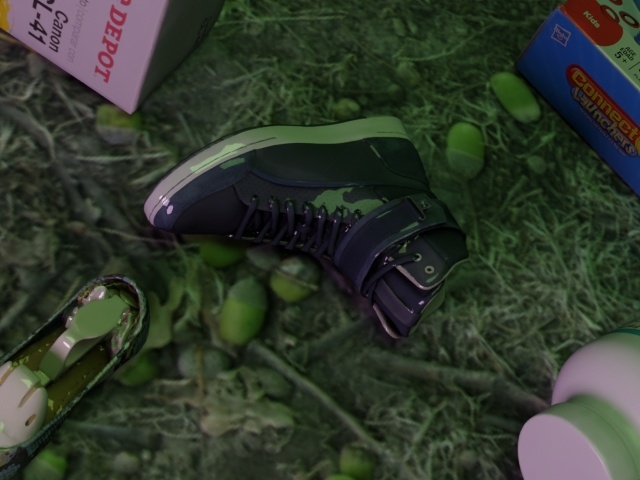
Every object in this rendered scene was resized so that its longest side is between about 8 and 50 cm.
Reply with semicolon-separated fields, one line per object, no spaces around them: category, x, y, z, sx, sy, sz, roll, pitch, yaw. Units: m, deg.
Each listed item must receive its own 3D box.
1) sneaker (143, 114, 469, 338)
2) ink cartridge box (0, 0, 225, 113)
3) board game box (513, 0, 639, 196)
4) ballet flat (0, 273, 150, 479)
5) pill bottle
sneaker;0.001;-0.001;0.994;0.226;0.086;0.163;-13;62;-28
ink cartridge box;-0.207;-0.269;0.998;0.306;0.226;0.131;34;54;3
board game box;0.381;-0.129;1.217;0.302;0.086;0.308;-34;75;-33
ballet flat;-0.178;0.085;0.887;0.070;0.070;0.188;38;54;5
pill bottle;0.266;0.115;0.985;0.264;0.146;0.146;-22;69;-30
